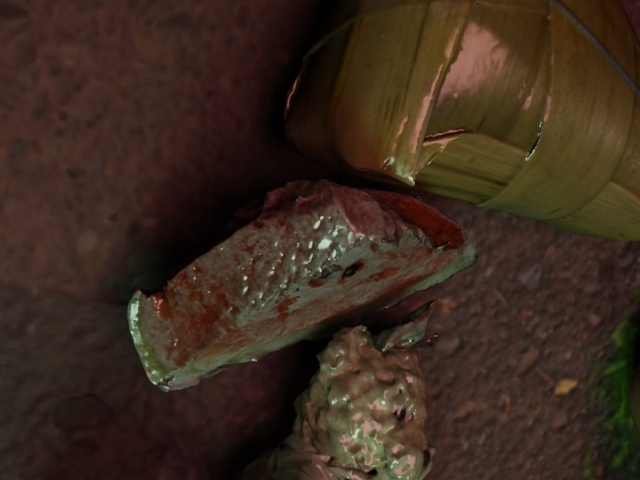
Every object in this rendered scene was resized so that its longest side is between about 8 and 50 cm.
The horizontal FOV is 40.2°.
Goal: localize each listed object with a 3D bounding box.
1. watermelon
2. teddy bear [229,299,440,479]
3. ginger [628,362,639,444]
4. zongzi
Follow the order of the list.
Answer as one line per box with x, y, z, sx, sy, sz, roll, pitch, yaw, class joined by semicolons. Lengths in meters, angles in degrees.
0.000;0.000;0.411;0.187;0.139;0.071;-19;76;-22;watermelon
0.005;0.138;0.457;0.133;0.111;0.213;36;57;-60;teddy bear
0.284;0.153;0.571;0.138;0.152;0.267;-20;104;-24;ginger
0.112;-0.135;0.452;0.228;0.115;0.256;12;85;-32;zongzi
